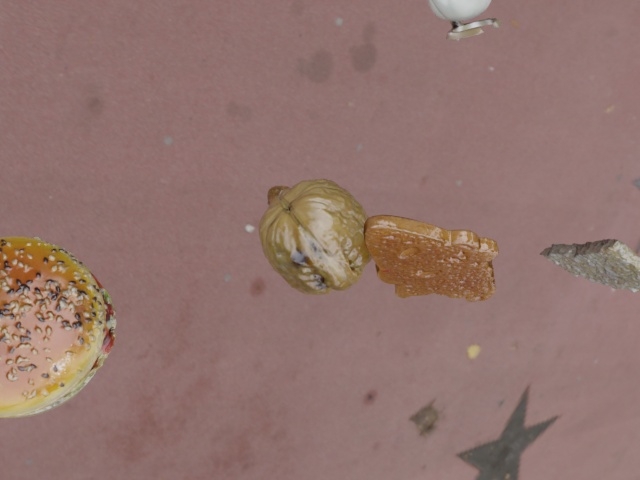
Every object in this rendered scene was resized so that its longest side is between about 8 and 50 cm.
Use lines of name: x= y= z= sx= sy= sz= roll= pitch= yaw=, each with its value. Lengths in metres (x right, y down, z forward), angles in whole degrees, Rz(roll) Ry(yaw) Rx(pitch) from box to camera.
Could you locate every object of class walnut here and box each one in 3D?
walnut: x=0.000 y=0.000 z=1.107 sx=0.155 sy=0.155 sz=0.184 roll=-47 pitch=130 yaw=-9

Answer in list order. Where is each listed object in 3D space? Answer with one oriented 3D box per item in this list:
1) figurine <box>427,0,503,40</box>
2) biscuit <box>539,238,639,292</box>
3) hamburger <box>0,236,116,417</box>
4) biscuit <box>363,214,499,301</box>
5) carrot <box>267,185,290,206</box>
figurine: x=0.159 y=-0.303 z=0.883 sx=0.132 sy=0.132 sz=0.154 roll=-30 pitch=115 yaw=-24
biscuit: x=0.457 y=0.044 z=1.242 sx=0.133 sy=0.250 sz=0.032 roll=32 pitch=83 yaw=-6
hamburger: x=-0.471 y=0.130 z=1.200 sx=0.300 sy=0.300 sz=0.176 roll=-34 pitch=168 yaw=-21
biscuit: x=0.152 y=0.027 z=1.077 sx=0.183 sy=0.043 sz=0.280 roll=-28 pitch=137 yaw=34
carrot: x=-0.041 y=-0.003 z=1.253 sx=0.060 sy=0.060 sz=0.186 roll=-23 pitch=92 yaw=-29
